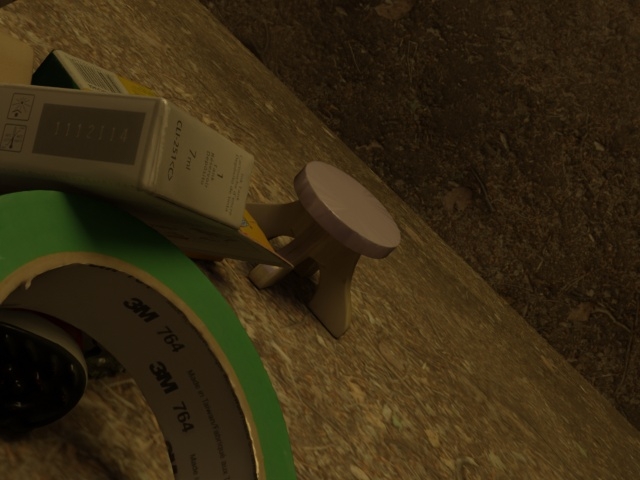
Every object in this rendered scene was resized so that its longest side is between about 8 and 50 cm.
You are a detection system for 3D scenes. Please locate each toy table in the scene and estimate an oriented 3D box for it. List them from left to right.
[{"bbox_3d":[0.000,0.000,1.285,0.252,0.161,0.274,51,16,21],"label":"toy table"}]

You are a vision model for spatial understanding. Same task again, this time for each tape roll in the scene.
[{"bbox_3d":[-0.133,0.129,0.506,0.321,0.077,0.321,43,31,-35],"label":"tape roll"}]

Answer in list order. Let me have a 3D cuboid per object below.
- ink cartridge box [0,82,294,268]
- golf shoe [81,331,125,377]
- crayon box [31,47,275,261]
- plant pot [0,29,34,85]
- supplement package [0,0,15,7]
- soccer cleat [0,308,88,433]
[{"bbox_3d":[-0.191,-0.051,0.676,0.296,0.066,0.261,9,-8,20],"label":"ink cartridge box"},{"bbox_3d":[-0.166,0.077,0.802,0.086,0.069,0.176,45,12,25],"label":"golf shoe"},{"bbox_3d":[-0.212,-0.082,1.075,0.318,0.081,0.202,51,15,22],"label":"crayon box"},{"bbox_3d":[-0.347,-0.144,0.832,0.109,0.109,0.096,28,34,-51],"label":"plant pot"},{"bbox_3d":[-0.424,-0.383,1.000,0.194,0.149,0.203,36,-16,-33],"label":"supplement package"},{"bbox_3d":[-0.288,0.011,0.559,0.318,0.108,0.116,41,13,-34],"label":"soccer cleat"}]
